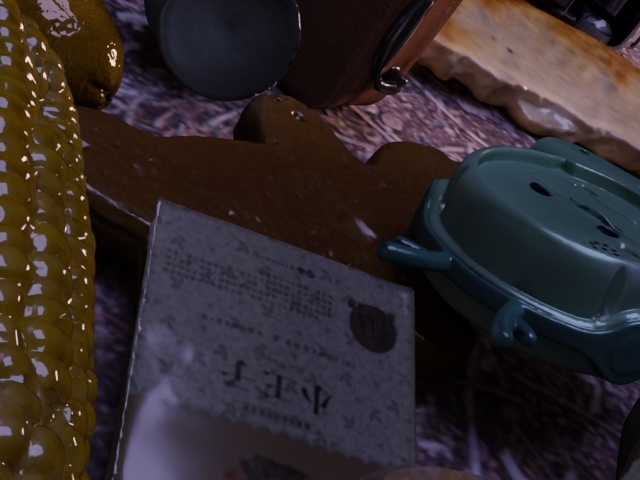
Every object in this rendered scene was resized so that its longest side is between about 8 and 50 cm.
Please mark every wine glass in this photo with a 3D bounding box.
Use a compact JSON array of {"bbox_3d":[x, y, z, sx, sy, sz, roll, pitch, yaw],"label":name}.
[{"bbox_3d":[-0.065,-0.138,0.699,0.079,0.079,0.195,20,13,-17],"label":"wine glass"}]

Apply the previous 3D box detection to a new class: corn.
[{"bbox_3d":[-0.146,0.009,0.427,0.130,0.130,0.346,12,38,-28],"label":"corn"}]

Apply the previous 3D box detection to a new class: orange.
[{"bbox_3d":[-0.148,-0.103,0.622,0.095,0.085,0.085,43,32,4],"label":"orange"}]

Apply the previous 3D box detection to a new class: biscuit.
[{"bbox_3d":[0.000,0.000,0.636,0.302,0.049,0.196,-10,59,-46],"label":"biscuit"},{"bbox_3d":[0.206,-0.144,1.023,0.309,0.040,0.204,22,33,-16],"label":"biscuit"}]

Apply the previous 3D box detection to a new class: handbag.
[{"bbox_3d":[0.028,-0.184,0.786,0.072,0.193,0.151,-10,59,-52],"label":"handbag"}]

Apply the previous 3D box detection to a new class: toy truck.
[{"bbox_3d":[0.250,-0.301,1.223,0.253,0.114,0.124,43,22,18],"label":"toy truck"}]

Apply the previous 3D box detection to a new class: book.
[{"bbox_3d":[-0.019,0.080,0.485,0.139,0.016,0.198,21,48,-20],"label":"book"}]

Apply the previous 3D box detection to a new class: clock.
[{"bbox_3d":[0.125,0.009,0.606,0.159,0.066,0.211,36,28,30],"label":"clock"}]

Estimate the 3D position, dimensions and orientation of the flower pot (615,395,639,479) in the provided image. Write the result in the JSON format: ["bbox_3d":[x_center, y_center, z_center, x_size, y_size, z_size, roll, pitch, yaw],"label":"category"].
[{"bbox_3d":[0.220,0.123,0.523,0.236,0.235,0.140,25,11,-10],"label":"flower pot"}]

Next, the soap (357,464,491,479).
[{"bbox_3d":[0.118,0.247,0.287,0.294,0.156,0.335,19,33,-14],"label":"soap"}]
